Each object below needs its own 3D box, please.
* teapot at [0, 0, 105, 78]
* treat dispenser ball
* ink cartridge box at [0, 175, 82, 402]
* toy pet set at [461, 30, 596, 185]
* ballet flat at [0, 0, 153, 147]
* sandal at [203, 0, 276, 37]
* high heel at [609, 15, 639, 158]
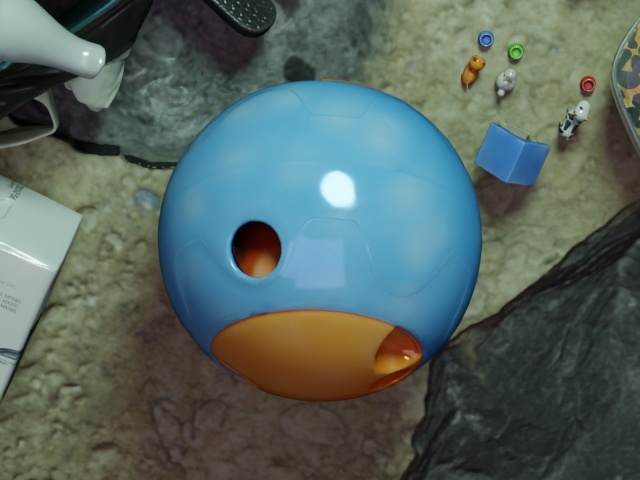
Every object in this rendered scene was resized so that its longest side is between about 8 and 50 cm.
[{"bbox_3d":[-0.357,-0.208,1.514,0.252,0.187,0.256,-29,71,12],"label":"teapot"},{"bbox_3d":[0.000,0.000,1.558,0.288,0.288,0.288,0,109,1],"label":"treat dispenser ball"},{"bbox_3d":[-0.321,0.079,1.651,0.100,0.172,0.237,24,107,-7],"label":"ink cartridge box"},{"bbox_3d":[0.185,-0.116,1.633,0.122,0.065,0.114,22,108,-6],"label":"toy pet set"},{"bbox_3d":[-0.250,-0.154,1.621,0.280,0.095,0.096,-25,117,19],"label":"ballet flat"},{"bbox_3d":[-0.118,-0.248,1.597,0.179,0.067,0.040,45,146,-5],"label":"sandal"},{"bbox_3d":[0.350,-0.179,1.591,0.186,0.093,0.261,-17,99,13],"label":"high heel"}]
